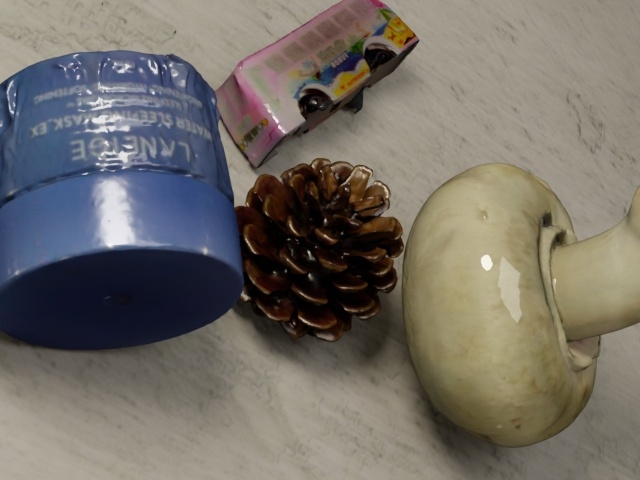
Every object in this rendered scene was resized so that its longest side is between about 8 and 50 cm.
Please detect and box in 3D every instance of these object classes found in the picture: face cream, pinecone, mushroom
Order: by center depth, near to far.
[{"bbox_3d":[-0.209,-0.039,1.699,0.249,0.249,0.225,7,61,-34],"label":"face cream"},{"bbox_3d":[0.000,0.000,1.877,0.207,0.208,0.208,17,58,-29],"label":"pinecone"},{"bbox_3d":[0.212,0.051,1.914,0.315,0.356,0.315,9,48,-10],"label":"mushroom"}]

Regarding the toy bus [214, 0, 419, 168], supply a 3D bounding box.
[{"bbox_3d":[-0.006,-0.191,2.036,0.112,0.090,0.274,49,48,4],"label":"toy bus"}]
